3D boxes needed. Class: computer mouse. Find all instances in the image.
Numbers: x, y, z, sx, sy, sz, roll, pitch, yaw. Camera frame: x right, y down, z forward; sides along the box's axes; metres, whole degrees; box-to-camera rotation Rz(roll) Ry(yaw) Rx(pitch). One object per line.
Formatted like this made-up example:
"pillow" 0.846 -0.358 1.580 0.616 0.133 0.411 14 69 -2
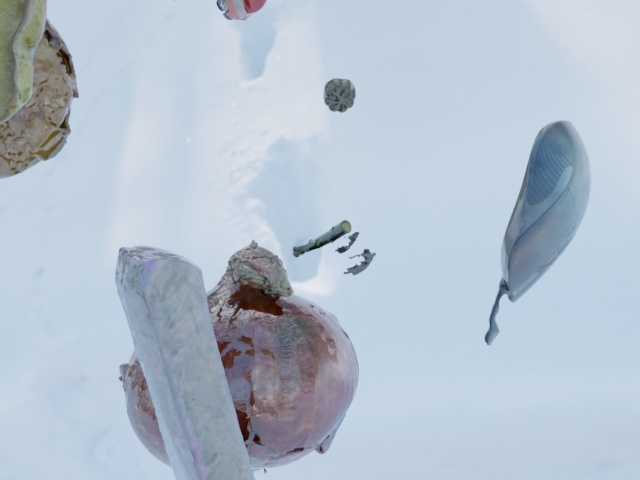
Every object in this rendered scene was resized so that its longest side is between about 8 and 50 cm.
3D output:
"computer mouse" 0.330 -0.010 1.210 0.090 0.167 0.379 16 71 27

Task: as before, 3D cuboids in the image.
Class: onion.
"onion" -0.117 0.208 1.203 0.354 0.353 0.353 -14 38 11

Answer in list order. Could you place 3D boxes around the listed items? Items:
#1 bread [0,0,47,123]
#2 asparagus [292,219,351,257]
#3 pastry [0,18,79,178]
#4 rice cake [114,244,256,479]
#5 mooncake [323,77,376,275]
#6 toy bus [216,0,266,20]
"bread" -0.356 -0.225 0.855 0.161 0.088 0.233 4 89 17
"asparagus" 0.000 0.000 0.932 0.127 0.018 0.015 -28 35 59
"pastry" -0.475 -0.200 1.041 0.311 0.255 0.162 -4 19 -28
"rice cake" -0.095 0.178 0.698 0.064 0.399 0.070 -28 32 -31
"mooncake" 0.044 -0.108 1.415 0.150 0.346 0.057 -17 25 17
"toy bus" -0.151 -0.468 1.424 0.077 0.174 0.079 18 53 40
